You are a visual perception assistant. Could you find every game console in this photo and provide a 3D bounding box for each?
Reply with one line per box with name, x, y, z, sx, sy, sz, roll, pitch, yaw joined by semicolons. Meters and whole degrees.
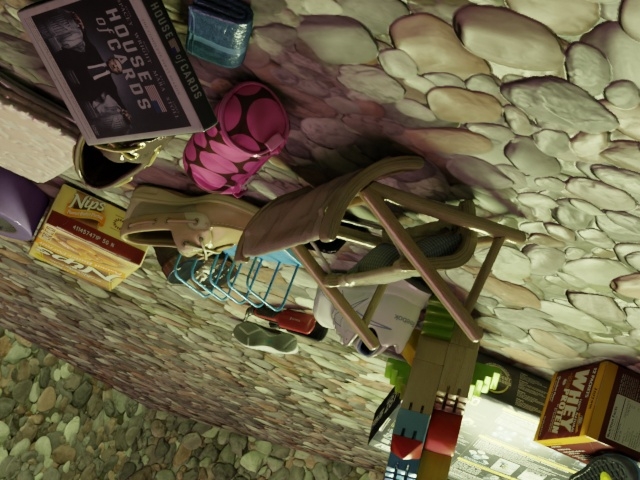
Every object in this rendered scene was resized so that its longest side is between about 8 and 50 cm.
game console;0.000;0.000;1.545;0.122;0.107;0.071;11;131;31

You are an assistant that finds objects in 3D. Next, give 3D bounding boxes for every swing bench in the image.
swing bench;0.067;0.005;1.348;0.255;0.165;0.253;35;159;-21

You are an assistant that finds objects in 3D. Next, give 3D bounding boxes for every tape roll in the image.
tape roll;-0.608;-0.077;1.987;0.189;0.080;0.189;20;161;7

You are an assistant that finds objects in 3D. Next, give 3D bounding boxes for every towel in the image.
towel;-0.519;-0.197;1.591;0.332;0.053;0.317;29;159;-24
towel;-0.106;-0.216;1.113;0.067;0.029;0.119;22;162;-4

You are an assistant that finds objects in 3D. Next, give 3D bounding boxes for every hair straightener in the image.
hair straightener;-0.069;0.172;2.143;0.230;0.047;0.089;3;154;45

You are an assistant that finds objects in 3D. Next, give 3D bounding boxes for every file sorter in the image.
file sorter;-0.139;0.042;1.764;0.170;0.104;0.118;8;157;36

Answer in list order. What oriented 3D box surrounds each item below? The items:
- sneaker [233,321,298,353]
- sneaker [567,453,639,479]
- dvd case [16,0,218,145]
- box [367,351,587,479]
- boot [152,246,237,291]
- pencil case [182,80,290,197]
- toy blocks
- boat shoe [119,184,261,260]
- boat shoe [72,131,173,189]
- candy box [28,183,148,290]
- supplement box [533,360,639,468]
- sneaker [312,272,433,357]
sneaker;-0.119;0.222;2.334;0.152;0.053;0.061;16;164;15
sneaker;0.473;0.381;1.717;0.082;0.069;0.209;-9;158;-15
dvd case;-0.228;-0.194;1.180;0.239;0.029;0.179;0;122;48
box;0.323;0.357;2.002;0.395;0.097;0.318;22;142;-3
boot;-0.227;0.025;1.901;0.106;0.082;0.219;53;-168;21
pencil case;-0.100;-0.117;1.294;0.098;0.095;0.209;58;160;1
toy blocks;0.173;0.314;1.744;0.191;0.261;0.381;14;139;8
boat shoe;-0.184;-0.014;1.660;0.302;0.098;0.109;11;159;30
boat shoe;-0.250;-0.142;1.374;0.117;0.096;0.324;28;161;-17
candy box;-0.433;0.001;1.999;0.183;0.087;0.316;26;161;-14
supplement box;0.493;0.304;1.763;0.194;0.129;0.191;24;162;-8
sneaker;0.061;0.123;1.734;0.111;0.129;0.297;26;163;-20
